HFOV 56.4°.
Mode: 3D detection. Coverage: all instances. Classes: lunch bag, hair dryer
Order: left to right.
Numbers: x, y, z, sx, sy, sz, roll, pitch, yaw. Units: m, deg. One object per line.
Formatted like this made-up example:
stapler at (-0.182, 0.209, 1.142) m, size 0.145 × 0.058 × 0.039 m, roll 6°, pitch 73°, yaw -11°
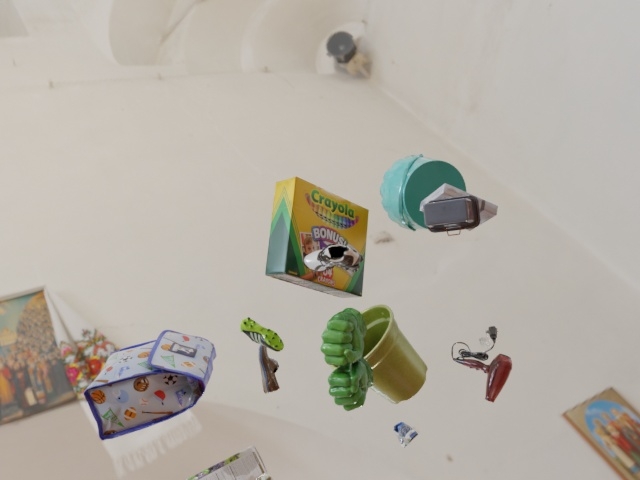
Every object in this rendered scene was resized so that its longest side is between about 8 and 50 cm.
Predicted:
lunch bag at (-0.563, 0.471, 2.059) m, size 0.386 × 0.328 × 0.238 m, roll -15°, pitch -76°, yaw 1°
hair dryer at (0.658, 0.507, 2.384) m, size 0.080 × 0.293 × 0.224 m, roll 30°, pitch -53°, yaw -36°

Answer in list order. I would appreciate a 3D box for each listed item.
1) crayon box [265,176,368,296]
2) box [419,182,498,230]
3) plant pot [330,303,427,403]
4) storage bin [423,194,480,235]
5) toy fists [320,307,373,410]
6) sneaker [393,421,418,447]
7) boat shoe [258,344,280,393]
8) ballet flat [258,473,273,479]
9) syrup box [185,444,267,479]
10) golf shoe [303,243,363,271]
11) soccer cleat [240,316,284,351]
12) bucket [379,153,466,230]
crayon box at (0.000, 0.000, 1.958) m, size 0.363 × 0.106 × 0.312 m, roll 21°, pitch -111°, yaw -43°
box at (0.422, -0.100, 1.828) m, size 0.186 × 0.038 × 0.145 m, roll 22°, pitch -26°, yaw -13°
plant pot at (0.212, 0.397, 1.988) m, size 0.276 × 0.276 × 0.254 m, roll -43°, pitch -73°, yaw 6°
storage bin at (0.315, -0.061, 1.463) m, size 0.135 × 0.098 × 0.091 m, roll -7°, pitch -3°, yaw 24°
toy fists at (0.074, 0.325, 1.608) m, size 0.142 × 0.096 × 0.278 m, roll -31°, pitch -62°, yaw -49°
sneaker at (0.222, 0.506, 1.578) m, size 0.052 × 0.058 × 0.135 m, roll -39°, pitch -19°, yaw -17°
boat shoe at (-0.186, 0.467, 2.194) m, size 0.066 × 0.183 × 0.066 m, roll -11°, pitch -18°, yaw 0°
ballet flat at (-0.225, 0.861, 2.081) m, size 0.316 × 0.108 × 0.106 m, roll 35°, pitch -110°, yaw -38°
syrup box at (-0.283, 0.697, 1.736) m, size 0.237 × 0.096 × 0.093 m, roll -16°, pitch -23°, yaw -42°
golf shoe at (0.025, 0.041, 1.737) m, size 0.094 × 0.198 × 0.077 m, roll 49°, pitch -133°, yaw -43°
soccer cleat at (-0.202, 0.333, 2.060) m, size 0.060 × 0.179 × 0.072 m, roll -43°, pitch -23°, yaw -42°
bucket at (0.363, -0.165, 2.104) m, size 0.282 × 0.183 × 0.280 m, roll -2°, pitch -83°, yaw -17°
